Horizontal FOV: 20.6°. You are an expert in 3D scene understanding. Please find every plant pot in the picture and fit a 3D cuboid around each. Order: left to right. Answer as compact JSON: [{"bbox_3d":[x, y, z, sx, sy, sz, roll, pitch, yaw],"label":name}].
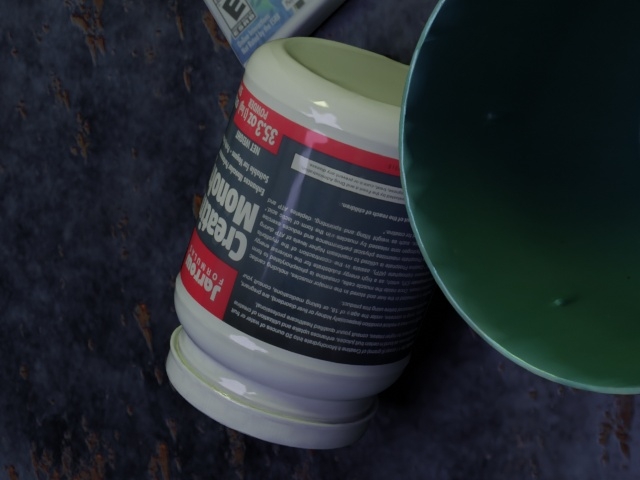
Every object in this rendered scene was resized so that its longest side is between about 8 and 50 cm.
[{"bbox_3d":[0.235,-0.064,1.130,0.293,0.235,0.293,5,98,36],"label":"plant pot"}]

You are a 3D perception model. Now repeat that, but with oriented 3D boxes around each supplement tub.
[{"bbox_3d":[0.000,0.000,1.338,0.191,0.191,0.272,30,111,31],"label":"supplement tub"}]

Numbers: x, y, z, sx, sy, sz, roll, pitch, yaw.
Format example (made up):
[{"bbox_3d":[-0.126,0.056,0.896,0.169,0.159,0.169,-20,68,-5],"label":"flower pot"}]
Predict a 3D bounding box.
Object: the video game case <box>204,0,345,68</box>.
[{"bbox_3d":[-0.019,-0.350,1.415,0.329,0.036,0.300,-41,70,32],"label":"video game case"}]
